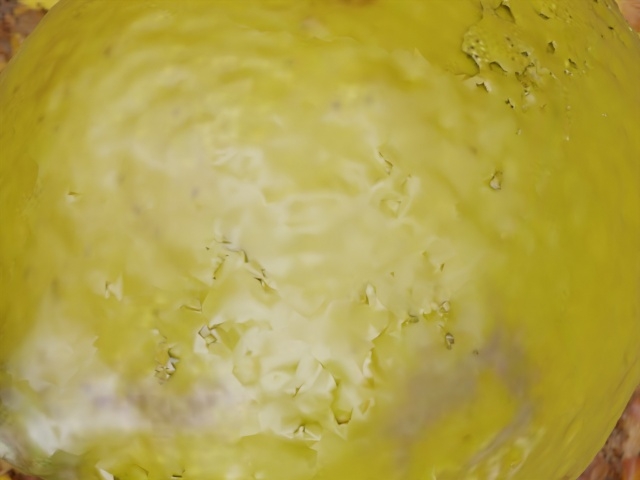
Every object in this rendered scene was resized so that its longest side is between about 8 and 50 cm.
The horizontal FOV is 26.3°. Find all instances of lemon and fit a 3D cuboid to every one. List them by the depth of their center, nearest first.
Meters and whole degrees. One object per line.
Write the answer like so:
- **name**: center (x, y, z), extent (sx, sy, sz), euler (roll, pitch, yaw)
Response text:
- **lemon**: center (0.000, 0.000, 0.512), extent (0.258, 0.310, 0.257), euler (16, 121, 28)
